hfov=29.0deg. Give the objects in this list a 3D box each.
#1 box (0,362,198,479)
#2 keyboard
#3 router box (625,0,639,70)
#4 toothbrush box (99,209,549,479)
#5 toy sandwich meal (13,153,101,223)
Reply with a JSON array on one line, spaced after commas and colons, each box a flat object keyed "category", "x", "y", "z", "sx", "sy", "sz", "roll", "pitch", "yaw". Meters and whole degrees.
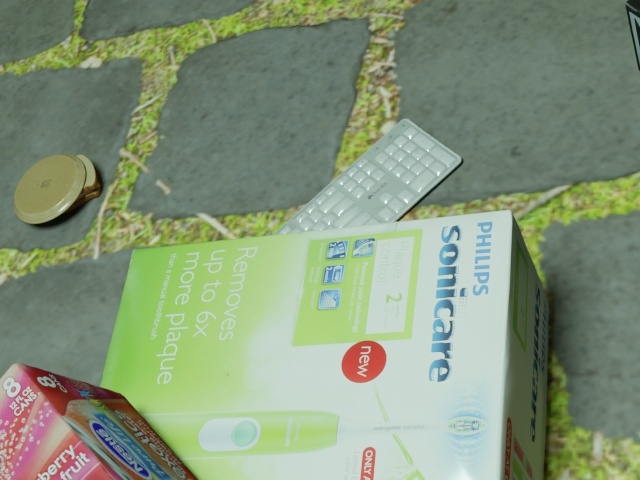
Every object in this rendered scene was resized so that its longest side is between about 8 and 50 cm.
[{"category": "box", "x": -0.190, "y": 0.212, "z": 0.713, "sx": 0.257, "sy": 0.122, "sz": 0.128, "roll": -48, "pitch": 62, "yaw": 3}, {"category": "keyboard", "x": 0.000, "y": 0.000, "z": 0.994, "sx": 0.256, "sy": 0.014, "sz": 0.072, "roll": -42, "pitch": 48, "yaw": -10}, {"category": "router box", "x": 0.422, "y": -0.181, "z": 0.895, "sx": 0.309, "sy": 0.081, "sz": 0.243, "roll": -36, "pitch": 47, "yaw": -6}, {"category": "toothbrush box", "x": 0.001, "y": 0.107, "z": 0.829, "sx": 0.283, "sy": 0.122, "sz": 0.206, "roll": -4, "pitch": 56, "yaw": 21}, {"category": "toy sandwich meal", "x": -0.243, "y": -0.046, "z": 1.138, "sx": 0.086, "sy": 0.029, "sz": 0.085, "roll": -14, "pitch": 52, "yaw": 19}]
